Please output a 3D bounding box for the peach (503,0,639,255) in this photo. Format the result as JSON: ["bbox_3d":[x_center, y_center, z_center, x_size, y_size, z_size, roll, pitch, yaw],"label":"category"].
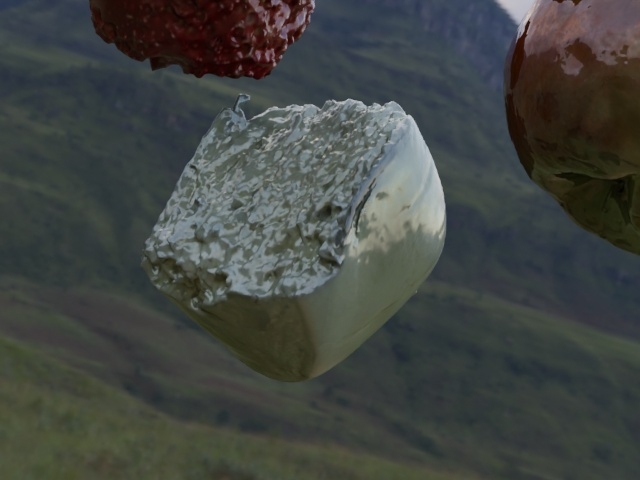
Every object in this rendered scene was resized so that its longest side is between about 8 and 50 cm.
[{"bbox_3d":[0.239,-0.104,0.766,0.214,0.235,0.214,46,-5,5],"label":"peach"}]

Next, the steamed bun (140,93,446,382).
[{"bbox_3d":[0.000,0.000,1.274,0.273,0.290,0.272,50,-18,-24],"label":"steamed bun"}]

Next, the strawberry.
[{"bbox_3d":[-0.116,-0.301,1.294,0.261,0.261,0.257,16,-45,13],"label":"strawberry"}]
